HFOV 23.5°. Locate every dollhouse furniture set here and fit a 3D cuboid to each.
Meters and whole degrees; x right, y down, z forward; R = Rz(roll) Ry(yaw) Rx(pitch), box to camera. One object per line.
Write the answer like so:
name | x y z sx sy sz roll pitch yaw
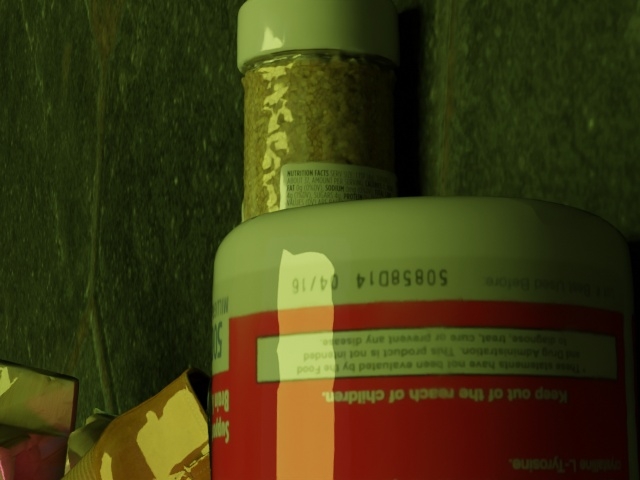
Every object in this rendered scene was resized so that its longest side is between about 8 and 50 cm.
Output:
dollhouse furniture set | -0.308 0.314 1.609 0.256 0.362 0.394 -23 -58 -69

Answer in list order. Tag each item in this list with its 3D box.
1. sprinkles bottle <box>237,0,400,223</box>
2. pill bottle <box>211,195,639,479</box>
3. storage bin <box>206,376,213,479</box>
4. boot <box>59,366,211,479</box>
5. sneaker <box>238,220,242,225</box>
sprinkles bottle | 0.000 0.000 1.119 0.121 0.121 0.355 160 111 -66
pill bottle | 0.056 0.194 0.809 0.229 0.229 0.408 157 115 -66
storage bin | -0.032 0.183 1.214 0.122 0.084 0.180 133 135 -63
boot | -0.096 0.275 1.337 0.211 0.104 0.295 -37 83 25
sneaker | -0.041 0.003 1.323 0.118 0.042 0.067 121 148 -46
